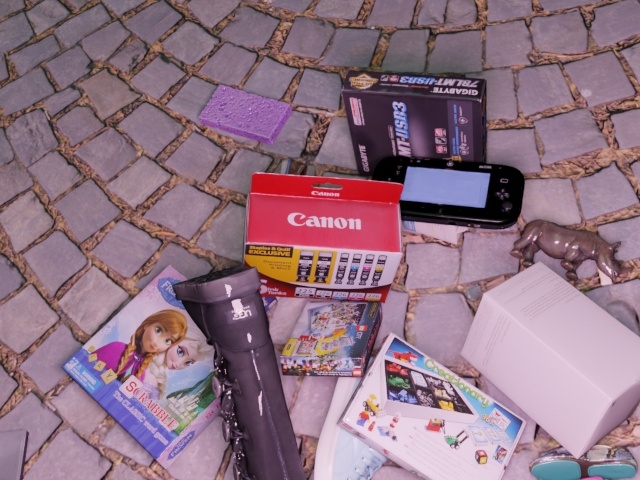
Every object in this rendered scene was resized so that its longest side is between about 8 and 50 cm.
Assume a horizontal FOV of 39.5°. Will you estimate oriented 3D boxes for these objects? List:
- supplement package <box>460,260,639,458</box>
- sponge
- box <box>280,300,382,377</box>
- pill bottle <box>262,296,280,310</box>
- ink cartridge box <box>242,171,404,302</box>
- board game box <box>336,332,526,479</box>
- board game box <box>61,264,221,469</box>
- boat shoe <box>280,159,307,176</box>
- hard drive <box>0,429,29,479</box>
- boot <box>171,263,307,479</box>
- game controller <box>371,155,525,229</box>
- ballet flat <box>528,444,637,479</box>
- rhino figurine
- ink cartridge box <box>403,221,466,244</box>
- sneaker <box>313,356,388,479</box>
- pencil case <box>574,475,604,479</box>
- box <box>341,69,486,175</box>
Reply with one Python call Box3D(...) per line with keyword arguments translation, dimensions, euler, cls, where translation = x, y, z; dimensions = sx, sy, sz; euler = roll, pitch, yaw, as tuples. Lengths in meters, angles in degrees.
Box3D(translation=(0.436, 0.213, 1.635), dimensions=(0.177, 0.175, 0.293), euler=(-24, 52, -34), cls="supplement package")
Box3D(translation=(-0.187, -0.315, 2.222), dimensions=(0.210, 0.031, 0.117), euler=(18, 63, 22), cls="sponge")
Box3D(translation=(0.026, 0.191, 1.764), dimensions=(0.159, 0.044, 0.233), euler=(0, 23, 14), cls="box")
Box3D(translation=(-0.128, 0.119, 1.904), dimensions=(0.120, 0.067, 0.067), euler=(-41, 59, -16), cls="pill bottle")
Box3D(translation=(0.000, 0.000, 1.790), dimensions=(0.309, 0.272, 0.130), euler=(3, 56, -5), cls="ink cartridge box")
Box3D(translation=(0.205, 0.332, 1.626), dimensions=(0.305, 0.053, 0.193), euler=(34, 65, -2), cls="board game box")
Box3D(translation=(-0.317, 0.252, 1.855), dimensions=(0.318, 0.066, 0.318), euler=(34, 69, 27), cls="board game box")
Box3D(translation=(-0.063, -0.113, 2.043), dimensions=(0.066, 0.066, 0.183), euler=(-1, 57, 9), cls="boat shoe")
Box3D(translation=(-0.648, 0.457, 1.815), dimensions=(0.094, 0.022, 0.135), euler=(-7, 56, 6), cls="hard drive")
Box3D(translation=(-0.143, 0.277, 1.666), dimensions=(0.146, 0.367, 0.445), euler=(-17, 94, -12), cls="boot")
Box3D(translation=(0.261, -0.103, 1.862), dimensions=(0.319, 0.067, 0.166), euler=(6, 59, 14), cls="game controller")
Box3D(translation=(0.471, 0.399, 1.612), dimensions=(0.188, 0.070, 0.070), euler=(0, 57, 9), cls="ballet flat")
Box3D(translation=(0.522, 0.021, 1.835), dimensions=(0.243, 0.073, 0.106), euler=(15, 64, 18), cls="rhino figurine")
Box3D(translation=(0.261, -0.062, 1.931), dimensions=(0.143, 0.090, 0.092), euler=(20, 63, 21), cls="ink cartridge box")
Box3D(translation=(0.086, 0.375, 1.653), dimensions=(0.150, 0.135, 0.366), euler=(3, 58, 19), cls="sneaker")
Box3D(translation=(0.407, 0.476, 1.552), dimensions=(0.209, 0.095, 0.098), euler=(-13, 72, 5), cls="pencil case")
Box3D(translation=(0.209, -0.236, 1.932), dimensions=(0.293, 0.295, 0.073), euler=(7, 57, 15), cls="box")
